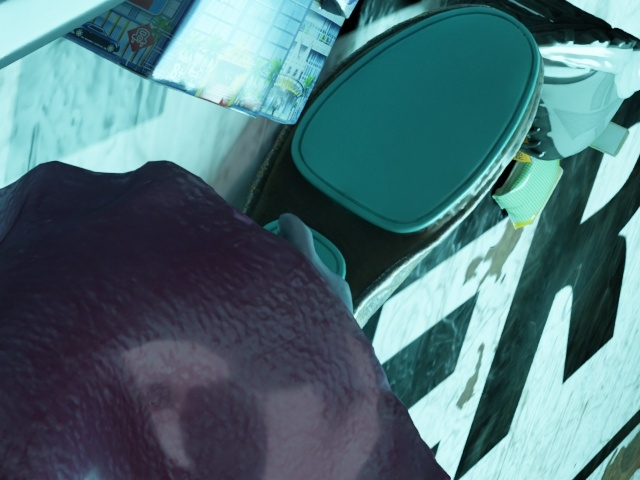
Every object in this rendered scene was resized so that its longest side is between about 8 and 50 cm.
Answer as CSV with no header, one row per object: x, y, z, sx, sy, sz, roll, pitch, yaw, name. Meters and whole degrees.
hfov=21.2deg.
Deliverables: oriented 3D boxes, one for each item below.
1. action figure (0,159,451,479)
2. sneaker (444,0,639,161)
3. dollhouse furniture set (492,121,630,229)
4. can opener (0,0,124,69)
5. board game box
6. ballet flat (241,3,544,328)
-0.131,0.124,0.464,0.248,0.276,0.370,-33,-165,31,action figure
0.138,-0.098,1.063,0.108,0.100,0.271,-61,159,10,sneaker
0.192,-0.072,1.258,0.152,0.058,0.076,-60,157,-5,dollhouse furniture set
-0.123,-0.089,0.529,0.280,0.074,0.093,-35,144,-49,can opener
-0.010,-0.150,0.727,0.194,0.060,0.194,-64,158,6,board game box
0.000,0.000,0.898,0.316,0.107,0.106,-47,174,-22,ballet flat
